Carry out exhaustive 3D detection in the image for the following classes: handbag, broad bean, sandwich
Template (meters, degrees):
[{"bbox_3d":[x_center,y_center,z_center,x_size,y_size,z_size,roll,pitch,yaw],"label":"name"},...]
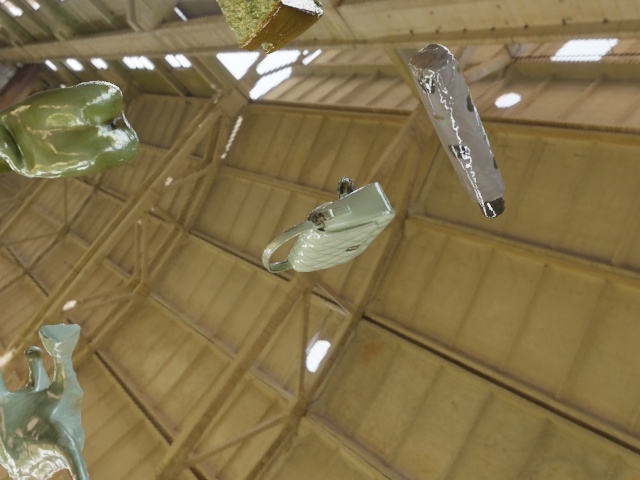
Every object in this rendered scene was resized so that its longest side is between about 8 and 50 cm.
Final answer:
[{"bbox_3d":[0.000,0.000,1.075,0.219,0.079,0.256,-22,168,-17],"label":"handbag"},{"bbox_3d":[-0.257,-0.086,0.535,0.207,0.072,0.153,-8,-163,15],"label":"broad bean"},{"bbox_3d":[-0.092,-0.451,1.212,0.128,0.122,0.236,-35,176,24],"label":"sandwich"}]

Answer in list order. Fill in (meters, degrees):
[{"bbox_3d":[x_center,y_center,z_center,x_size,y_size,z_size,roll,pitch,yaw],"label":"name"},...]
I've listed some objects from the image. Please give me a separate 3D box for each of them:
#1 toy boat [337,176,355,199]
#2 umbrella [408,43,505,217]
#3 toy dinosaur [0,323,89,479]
[{"bbox_3d":[0.048,-0.084,1.150,0.038,0.083,0.038,-7,-140,6],"label":"toy boat"},{"bbox_3d":[0.229,-0.158,0.976,0.067,0.337,0.073,-29,-142,9],"label":"umbrella"},{"bbox_3d":[-0.268,0.163,0.582,0.393,0.092,0.205,20,-65,39],"label":"toy dinosaur"}]
